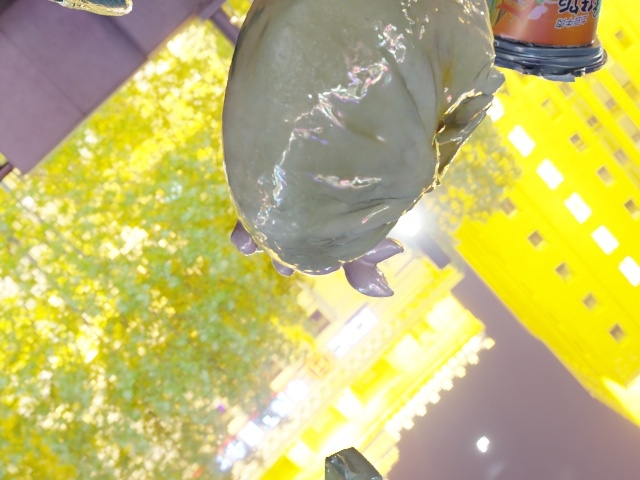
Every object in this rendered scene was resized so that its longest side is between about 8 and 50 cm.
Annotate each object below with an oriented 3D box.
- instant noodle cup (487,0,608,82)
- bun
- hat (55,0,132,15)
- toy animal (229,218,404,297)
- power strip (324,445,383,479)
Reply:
[{"bbox_3d":[0.198,-0.244,0.820,0.177,0.126,0.208,-7,-146,-28],"label":"instant noodle cup"},{"bbox_3d":[0.039,-0.081,0.523,0.127,0.222,0.222,18,-128,28],"label":"bun"},{"bbox_3d":[-0.250,-0.242,0.737,0.138,0.078,0.190,20,-164,41],"label":"hat"},{"bbox_3d":[0.001,-0.001,1.046,0.124,0.212,0.124,25,90,-86],"label":"toy animal"},{"bbox_3d":[0.039,0.387,1.148,0.052,0.272,0.078,-14,-150,-29],"label":"power strip"}]
